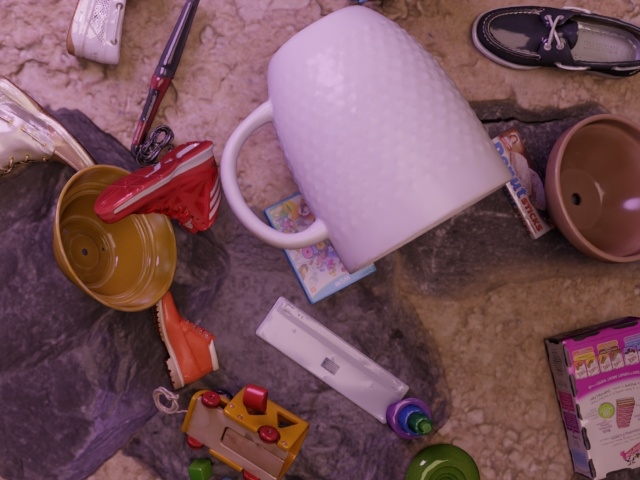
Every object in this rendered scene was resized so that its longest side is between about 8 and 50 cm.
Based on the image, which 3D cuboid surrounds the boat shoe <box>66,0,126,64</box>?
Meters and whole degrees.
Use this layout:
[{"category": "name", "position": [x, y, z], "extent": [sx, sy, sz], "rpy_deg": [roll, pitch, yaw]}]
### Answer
[{"category": "boat shoe", "position": [-0.291, -0.395, 1.394], "extent": [0.096, 0.098, 0.276], "rpy_deg": [18, 94, -11]}]

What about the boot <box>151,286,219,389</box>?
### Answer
[{"category": "boot", "position": [-0.205, 0.137, 1.414], "extent": [0.085, 0.059, 0.157], "rpy_deg": [-18, 100, -15]}]

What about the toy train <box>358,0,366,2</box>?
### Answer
[{"category": "toy train", "position": [0.104, -0.420, 1.432], "extent": [0.105, 0.184, 0.080], "rpy_deg": [-12, 90, -23]}]

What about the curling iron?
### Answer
[{"category": "curling iron", "position": [-0.228, -0.240, 1.429], "extent": [0.068, 0.035, 0.273], "rpy_deg": [14, 86, -15]}]

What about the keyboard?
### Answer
[{"category": "keyboard", "position": [0.021, 0.190, 1.480], "extent": [0.256, 0.014, 0.072], "rpy_deg": [36, 87, -8]}]

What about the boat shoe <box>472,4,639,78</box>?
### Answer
[{"category": "boat shoe", "position": [0.401, -0.332, 1.532], "extent": [0.303, 0.091, 0.114], "rpy_deg": [2, 87, -12]}]

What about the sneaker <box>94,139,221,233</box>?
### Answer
[{"category": "sneaker", "position": [-0.218, -0.049, 1.362], "extent": [0.221, 0.087, 0.128], "rpy_deg": [-36, 119, -37]}]

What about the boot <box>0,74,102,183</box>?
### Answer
[{"category": "boot", "position": [-0.440, -0.115, 1.361], "extent": [0.213, 0.077, 0.165], "rpy_deg": [41, 80, -2]}]

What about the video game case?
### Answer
[{"category": "video game case", "position": [0.000, 0.000, 1.478], "extent": [0.119, 0.015, 0.166], "rpy_deg": [-27, 94, -11]}]

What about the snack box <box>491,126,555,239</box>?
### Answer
[{"category": "snack box", "position": [0.333, -0.094, 1.546], "extent": [0.064, 0.022, 0.178], "rpy_deg": [-31, 95, -12]}]

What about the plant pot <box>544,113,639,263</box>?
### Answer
[{"category": "plant pot", "position": [0.443, -0.076, 1.512], "extent": [0.238, 0.110, 0.237], "rpy_deg": [4, 81, -24]}]

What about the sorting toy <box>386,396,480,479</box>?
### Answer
[{"category": "sorting toy", "position": [0.217, 0.411, 1.451], "extent": [0.127, 0.126, 0.365], "rpy_deg": [-28, 96, -10]}]

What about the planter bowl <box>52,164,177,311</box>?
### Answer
[{"category": "planter bowl", "position": [-0.316, 0.007, 1.354], "extent": [0.217, 0.090, 0.217], "rpy_deg": [26, 55, -45]}]

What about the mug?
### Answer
[{"category": "mug", "position": [0.036, -0.135, 1.364], "extent": [0.374, 0.276, 0.328], "rpy_deg": [-30, 86, -6]}]

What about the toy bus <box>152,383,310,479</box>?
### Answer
[{"category": "toy bus", "position": [-0.117, 0.272, 1.399], "extent": [0.191, 0.104, 0.202], "rpy_deg": [-15, 104, 30]}]

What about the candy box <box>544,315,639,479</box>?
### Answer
[{"category": "candy box", "position": [0.475, 0.255, 1.539], "extent": [0.159, 0.071, 0.233], "rpy_deg": [-13, 90, -12]}]
